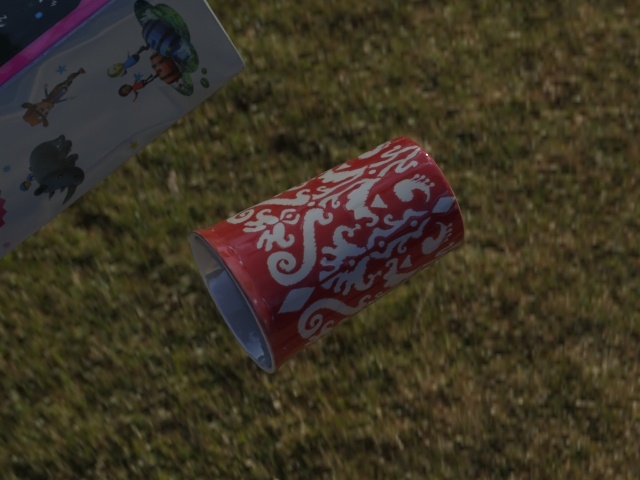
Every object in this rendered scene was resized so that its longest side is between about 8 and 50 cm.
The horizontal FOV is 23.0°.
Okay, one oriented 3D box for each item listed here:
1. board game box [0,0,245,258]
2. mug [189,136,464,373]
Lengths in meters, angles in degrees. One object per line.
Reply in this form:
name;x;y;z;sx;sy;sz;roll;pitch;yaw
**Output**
board game box;-0.228;-0.086;0.843;0.303;0.097;0.224;-40;53;-3
mug;-0.001;-0.006;1.127;0.169;0.113;0.150;-30;43;-14
